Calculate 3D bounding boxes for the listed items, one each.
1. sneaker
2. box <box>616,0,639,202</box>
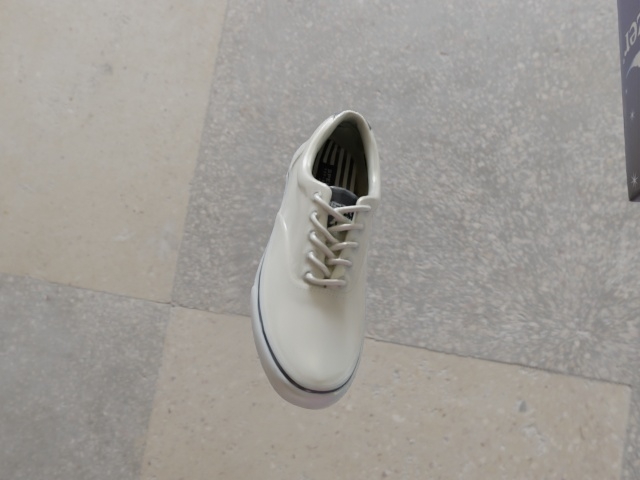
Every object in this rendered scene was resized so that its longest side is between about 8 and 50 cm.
[{"bbox_3d":[0.000,0.000,0.509,0.094,0.091,0.258,10,55,-12],"label":"sneaker"},{"bbox_3d":[0.197,-0.110,0.332,0.037,0.136,0.225,1,76,6],"label":"box"}]
